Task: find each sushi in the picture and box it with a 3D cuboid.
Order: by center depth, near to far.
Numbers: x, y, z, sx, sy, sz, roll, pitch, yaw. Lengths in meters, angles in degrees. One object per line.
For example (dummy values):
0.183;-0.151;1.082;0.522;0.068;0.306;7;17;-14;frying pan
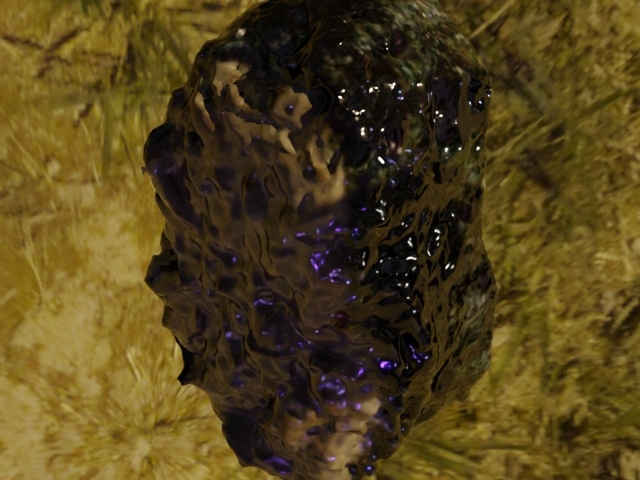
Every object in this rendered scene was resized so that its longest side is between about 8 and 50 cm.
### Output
0.000;0.000;0.911;0.171;0.350;0.211;-31;51;-33;sushi
